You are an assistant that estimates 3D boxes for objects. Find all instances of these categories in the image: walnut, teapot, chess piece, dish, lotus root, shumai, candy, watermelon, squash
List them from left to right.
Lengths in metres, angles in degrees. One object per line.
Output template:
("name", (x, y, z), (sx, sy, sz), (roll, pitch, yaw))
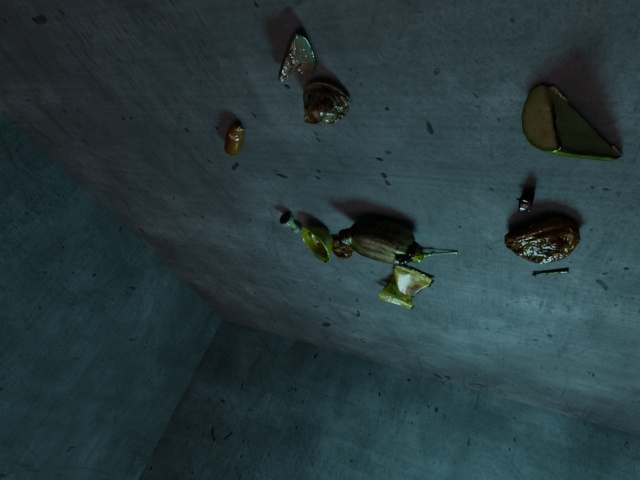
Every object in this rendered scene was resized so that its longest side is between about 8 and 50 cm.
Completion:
("chess piece", (-0.127, -0.074, 1.927), (0.067, 0.067, 0.103), (1, 152, 37))
("watermelon", (-0.062, -0.485, 1.169), (0.101, 0.080, 0.155), (16, 136, -2))
("dish", (0.000, 0.000, 1.911), (0.148, 0.080, 0.208), (10, 139, 52))
("shumai", (0.000, -0.377, 1.244), (0.145, 0.116, 0.145), (18, 153, 10))
("walnut", (0.104, 0.031, 1.930), (0.121, 0.052, 0.091), (11, 124, 35))
("lotus root", (0.221, -0.003, 1.682), (0.309, 0.173, 0.173), (16, 151, 15))
("candy", (0.389, 0.219, 2.012), (0.187, 0.081, 0.297), (23, 141, 2))
("candy", (0.445, 0.055, 1.724), (0.193, 0.062, 0.058), (-7, 142, 29))
("teapot", (0.600, -0.116, 1.286), (0.045, 0.068, 0.100), (18, -175, 19))
("squash", (0.608, -0.269, 1.063), (0.252, 0.169, 0.093), (-1, 167, -28))

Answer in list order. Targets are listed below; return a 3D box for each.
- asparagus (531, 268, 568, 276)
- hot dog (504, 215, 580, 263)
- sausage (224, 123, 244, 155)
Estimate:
("asparagus", (0.819, 0.116, 1.560), (0.127, 0.018, 0.015), (-15, 98, 50))
("hot dog", (0.690, 0.000, 1.381), (0.160, 0.099, 0.227), (32, 154, -13))
("sausage", (-0.312, -0.366, 1.576), (0.062, 0.054, 0.183), (-3, 156, -19))
